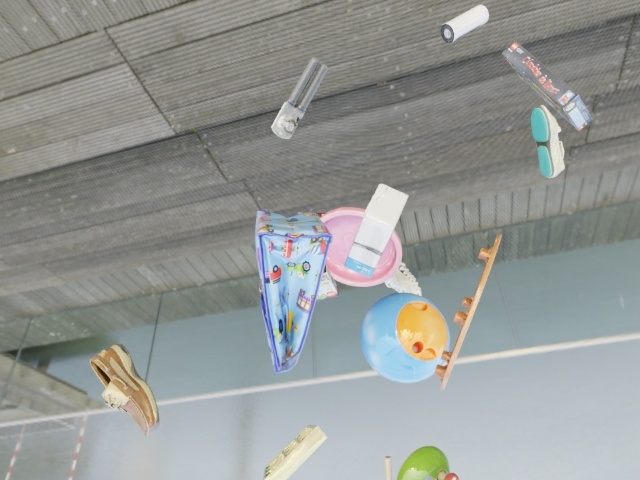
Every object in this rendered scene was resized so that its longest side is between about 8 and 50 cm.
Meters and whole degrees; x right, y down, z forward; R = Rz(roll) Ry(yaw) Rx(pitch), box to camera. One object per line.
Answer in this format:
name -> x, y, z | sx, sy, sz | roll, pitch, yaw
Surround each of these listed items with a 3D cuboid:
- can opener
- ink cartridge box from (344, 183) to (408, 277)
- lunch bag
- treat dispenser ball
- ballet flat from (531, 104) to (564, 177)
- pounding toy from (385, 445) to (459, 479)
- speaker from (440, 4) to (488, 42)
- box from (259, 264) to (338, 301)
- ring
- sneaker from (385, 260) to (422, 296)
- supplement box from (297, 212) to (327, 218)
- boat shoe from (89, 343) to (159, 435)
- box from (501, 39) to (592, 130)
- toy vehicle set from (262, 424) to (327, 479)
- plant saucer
can opener -> -0.075, -0.478, 1.621 | 0.075, 0.095, 0.284 | 28, 103, -17
ink cartridge box -> 0.137, -0.023, 1.191 | 0.082, 0.140, 0.191 | 26, 137, 6
lunch bag -> -0.064, 0.102, 0.956 | 0.137, 0.221, 0.294 | 1, 104, -8
treat dispenser ball -> 0.272, 0.313, 1.545 | 0.287, 0.289, 0.288 | -2, 143, -1
ballet flat -> 0.498, -0.219, 1.039 | 0.052, 0.057, 0.168 | -25, 116, -12
pounding toy -> 0.281, 0.660, 1.263 | 0.236, 0.183, 0.110 | 5, -176, -31
speaker -> 0.406, -0.610, 1.340 | 0.136, 0.055, 0.055 | -34, 146, -16
box -> -0.061, 0.142, 1.402 | 0.206, 0.036, 0.114 | -17, 133, 12
ring -> 0.298, 0.141, 0.974 | 0.032, 0.337, 0.337 | 20, 147, 18
sneaker -> 0.322, 0.166, 1.945 | 0.118, 0.292, 0.110 | -27, 139, -2
supplement box -> 0.000, 0.000, 1.881 | 0.193, 0.129, 0.191 | 0, 139, -15
boat shoe -> -0.618, 0.473, 1.489 | 0.119, 0.324, 0.123 | -17, 141, -42
box -> 0.568, -0.387, 1.196 | 0.159, 0.233, 0.044 | 13, 129, -49
toy vehicle set -> -0.068, 0.532, 1.184 | 0.166, 0.035, 0.267 | -40, 168, -18
plant saucer -> 0.127, 0.015, 1.687 | 0.331, 0.084, 0.333 | 10, 129, 12
